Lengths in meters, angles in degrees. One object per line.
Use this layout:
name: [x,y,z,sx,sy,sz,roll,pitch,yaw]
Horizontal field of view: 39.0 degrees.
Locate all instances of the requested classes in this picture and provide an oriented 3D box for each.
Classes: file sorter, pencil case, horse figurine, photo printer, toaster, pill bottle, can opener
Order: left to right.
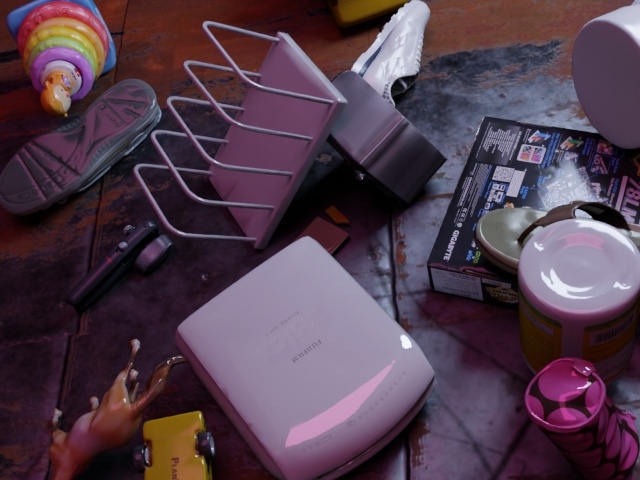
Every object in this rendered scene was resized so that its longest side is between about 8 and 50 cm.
horse figurine: [-0.291,0.241,1.204,0.263,0.066,0.174,-38,28,17]
can opener: [-0.318,0.039,1.407,0.186,0.059,0.073,-40,55,-16]
file sorter: [-0.131,-0.157,1.342,0.173,0.278,0.193,4,37,-42]
photo printer: [-0.017,0.165,1.205,0.256,0.107,0.307,-35,53,-12]
toaster: [0.086,-0.149,1.364,0.110,0.168,0.186,-47,53,10]
pill bottle: [0.308,0.098,1.085,0.136,0.246,0.136,-7,52,9]
pencil case: [0.304,0.204,1.032,0.098,0.209,0.095,-45,51,0]
pill bottle: [0.575,-0.280,1.282,0.392,0.224,0.224,-21,51,-13]

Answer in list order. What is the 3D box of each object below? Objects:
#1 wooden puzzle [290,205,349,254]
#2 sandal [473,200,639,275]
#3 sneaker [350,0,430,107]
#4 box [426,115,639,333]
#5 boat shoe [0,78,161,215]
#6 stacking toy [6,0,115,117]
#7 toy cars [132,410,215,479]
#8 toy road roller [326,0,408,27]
wooden puzzle: [0.000,0.000,1.385,0.116,0.014,0.078,-41,51,-17]
sandal: [0.350,-0.009,1.154,0.302,0.086,0.120,6,43,15]
sneaker: [0.136,-0.313,1.550,0.094,0.090,0.235,28,68,16]
box: [0.335,-0.034,1.288,0.293,0.073,0.296,12,58,21]
boat shoe: [-0.409,-0.149,1.557,0.320,0.103,0.118,-43,75,-11]
stacking toy: [-0.454,-0.302,1.579,0.165,0.175,0.302,-20,36,2]
toy cars: [-0.096,0.369,1.092,0.393,0.087,0.176,33,69,28]
toy road roller: [0.052,-0.530,1.682,0.202,0.241,0.329,-18,15,1]
